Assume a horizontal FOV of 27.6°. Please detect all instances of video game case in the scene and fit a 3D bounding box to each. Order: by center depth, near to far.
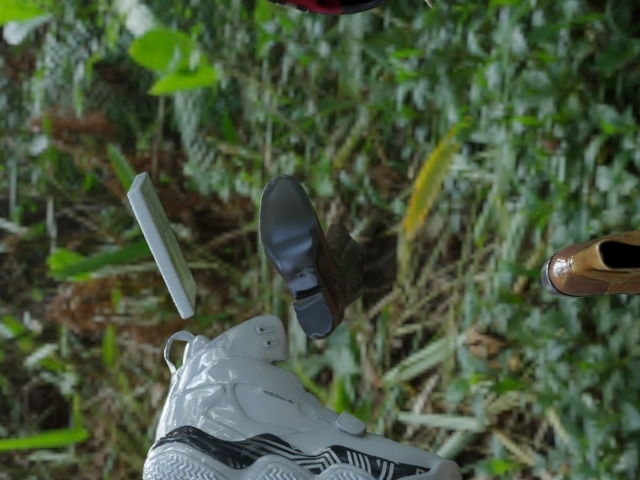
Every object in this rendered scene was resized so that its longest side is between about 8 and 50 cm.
[{"bbox_3d":[-0.182,0.003,1.514,0.143,0.019,0.157,-110,-2,-79],"label":"video game case"}]

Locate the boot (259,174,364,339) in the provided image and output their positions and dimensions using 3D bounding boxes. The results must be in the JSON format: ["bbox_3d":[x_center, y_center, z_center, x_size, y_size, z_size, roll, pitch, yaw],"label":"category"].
[{"bbox_3d":[0.000,0.000,0.826,0.114,0.037,0.106,-43,-57,-69],"label":"boot"}]

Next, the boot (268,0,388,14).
[{"bbox_3d":[0.041,-0.304,0.920,0.138,0.377,0.284,-35,62,47],"label":"boot"}]

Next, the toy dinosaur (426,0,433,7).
[{"bbox_3d":[0.082,-0.322,1.288,0.053,0.092,0.183,111,164,-59],"label":"toy dinosaur"}]

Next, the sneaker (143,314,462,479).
[{"bbox_3d":[-0.016,0.204,1.493,0.137,0.365,0.210,113,160,-55],"label":"sneaker"}]

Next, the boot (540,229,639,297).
[{"bbox_3d":[0.431,0.008,1.628,0.280,0.264,0.096,126,142,-78],"label":"boot"}]
